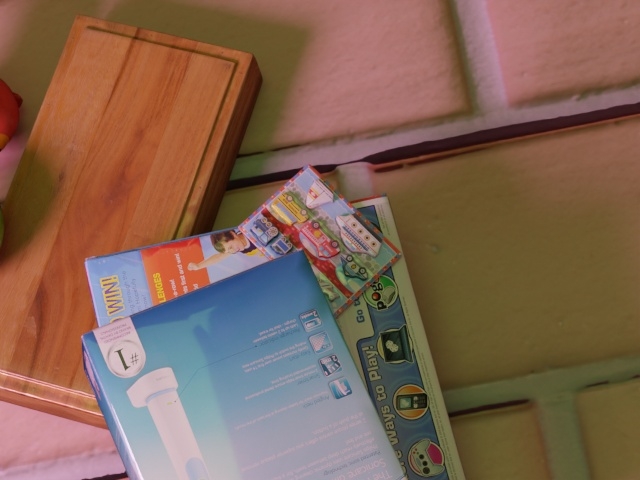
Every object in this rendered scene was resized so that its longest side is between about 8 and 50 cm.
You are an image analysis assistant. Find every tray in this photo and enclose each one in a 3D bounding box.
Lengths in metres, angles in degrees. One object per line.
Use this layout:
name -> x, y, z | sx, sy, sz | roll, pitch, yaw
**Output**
tray -> -0.221, -0.022, 1.881 | 0.203, 0.076, 0.411 | 14, 73, 12

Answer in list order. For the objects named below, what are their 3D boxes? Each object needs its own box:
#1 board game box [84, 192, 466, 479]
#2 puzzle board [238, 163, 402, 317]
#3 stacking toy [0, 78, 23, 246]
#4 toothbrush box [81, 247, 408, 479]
board game box -> -0.046, 0.139, 1.745 | 0.302, 0.086, 0.308 | -12, 74, -8
puzzle board -> 0.000, 0.000, 1.741 | 0.128, 0.011, 0.096 | 44, 75, 9
stacking toy -> -0.437, -0.038, 1.897 | 0.309, 0.130, 0.279 | -22, 68, 11
toothbrush box -> -0.059, 0.189, 1.616 | 0.216, 0.126, 0.295 | -23, 75, -12
